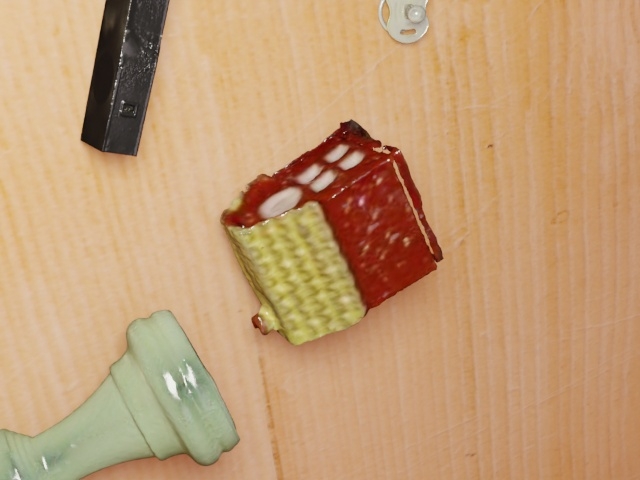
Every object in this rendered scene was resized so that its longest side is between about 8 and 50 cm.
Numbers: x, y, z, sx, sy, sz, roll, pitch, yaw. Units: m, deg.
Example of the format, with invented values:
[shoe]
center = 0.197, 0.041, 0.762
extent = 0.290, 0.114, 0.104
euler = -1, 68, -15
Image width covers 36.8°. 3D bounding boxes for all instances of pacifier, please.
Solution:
[pacifier]
center = 0.114, -0.298, 1.254
extent = 0.068, 0.064, 0.083
euler = -6, 109, -13

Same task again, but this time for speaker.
[speaker]
center = -0.215, -0.207, 1.062
extent = 0.044, 0.082, 0.218
euler = 7, 103, -35

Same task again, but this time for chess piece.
[chess piece]
center = -0.264, 0.228, 1.120
extent = 0.299, 0.194, 0.194
euler = -29, 119, -12

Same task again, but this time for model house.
[model house]
center = 0.000, 0.000, 1.220
extent = 0.254, 0.160, 0.196
euler = -36, 122, -17
